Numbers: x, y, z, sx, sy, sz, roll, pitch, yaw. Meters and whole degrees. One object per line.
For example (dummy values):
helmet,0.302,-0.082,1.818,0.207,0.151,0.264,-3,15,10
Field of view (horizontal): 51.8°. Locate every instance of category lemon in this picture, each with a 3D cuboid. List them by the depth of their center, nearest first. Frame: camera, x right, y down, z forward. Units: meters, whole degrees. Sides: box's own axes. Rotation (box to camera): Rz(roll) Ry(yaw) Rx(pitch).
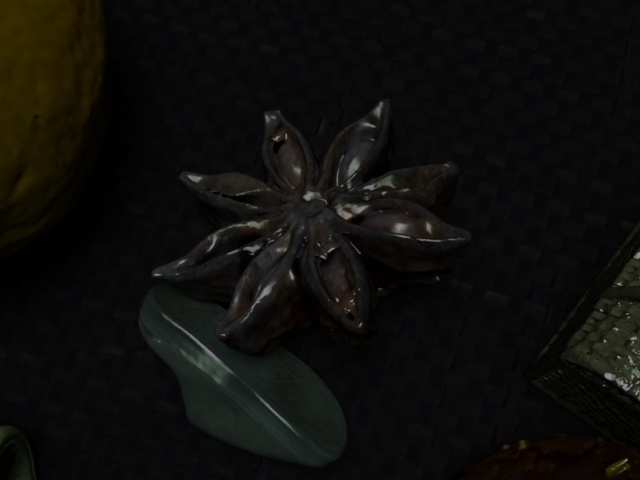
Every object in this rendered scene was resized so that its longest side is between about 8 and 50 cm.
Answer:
lemon,-0.311,-0.134,0.477,0.336,0.336,0.335,-1,73,3

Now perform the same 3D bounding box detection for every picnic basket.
picnic basket,0.266,0.054,0.466,0.134,0.154,0.196,39,79,13

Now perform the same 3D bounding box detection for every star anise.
star anise,0.001,0.000,0.524,0.236,0.109,0.223,-3,49,15

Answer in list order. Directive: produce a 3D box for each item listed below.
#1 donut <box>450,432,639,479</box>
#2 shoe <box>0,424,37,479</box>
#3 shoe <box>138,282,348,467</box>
donut,0.132,0.233,0.401,0.096,0.216,0.230,46,61,-15
shoe,-0.243,0.242,0.445,0.128,0.140,0.262,-28,67,5
shoe,-0.070,0.115,0.520,0.195,0.079,0.078,40,114,6
